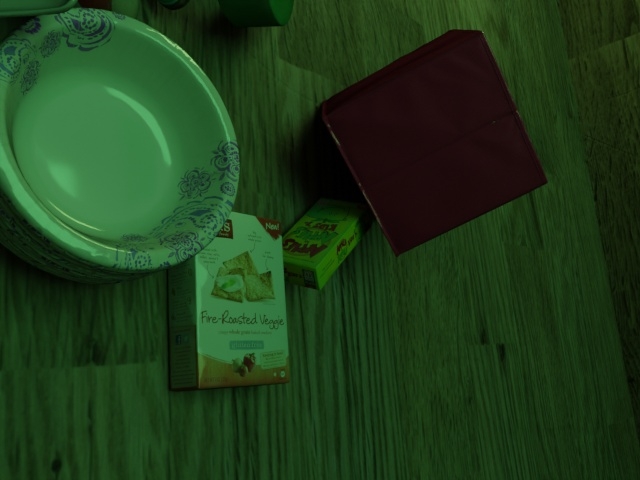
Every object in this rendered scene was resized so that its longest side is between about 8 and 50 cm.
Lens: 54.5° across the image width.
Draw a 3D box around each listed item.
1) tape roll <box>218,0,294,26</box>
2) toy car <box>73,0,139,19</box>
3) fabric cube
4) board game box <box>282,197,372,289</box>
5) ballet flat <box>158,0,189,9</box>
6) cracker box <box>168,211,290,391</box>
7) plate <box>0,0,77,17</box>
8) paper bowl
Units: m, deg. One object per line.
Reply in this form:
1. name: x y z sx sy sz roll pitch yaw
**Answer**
1. tape roll: -0.096 -0.478 0.898 0.321 0.077 0.321 2 90 -83
2. toy car: -0.321 -0.343 0.686 0.238 0.219 0.210 1 76 -18
3. fabric cube: 0.173 -0.169 1.025 0.259 0.258 0.254 60 9 -17
4. board game box: 0.000 0.000 0.968 0.181 0.092 0.043 -48 139 -44
5. ballet flat: -0.219 -0.462 0.879 0.096 0.095 0.280 -22 95 -61
6. cracker box: -0.122 0.079 0.833 0.155 0.067 0.232 9 71 -47
7. plate: -0.336 -0.322 0.588 0.045 0.277 0.278 40 49 -74
8. paper bowl: -0.243 -0.093 0.685 0.284 0.148 0.284 15 68 -42
